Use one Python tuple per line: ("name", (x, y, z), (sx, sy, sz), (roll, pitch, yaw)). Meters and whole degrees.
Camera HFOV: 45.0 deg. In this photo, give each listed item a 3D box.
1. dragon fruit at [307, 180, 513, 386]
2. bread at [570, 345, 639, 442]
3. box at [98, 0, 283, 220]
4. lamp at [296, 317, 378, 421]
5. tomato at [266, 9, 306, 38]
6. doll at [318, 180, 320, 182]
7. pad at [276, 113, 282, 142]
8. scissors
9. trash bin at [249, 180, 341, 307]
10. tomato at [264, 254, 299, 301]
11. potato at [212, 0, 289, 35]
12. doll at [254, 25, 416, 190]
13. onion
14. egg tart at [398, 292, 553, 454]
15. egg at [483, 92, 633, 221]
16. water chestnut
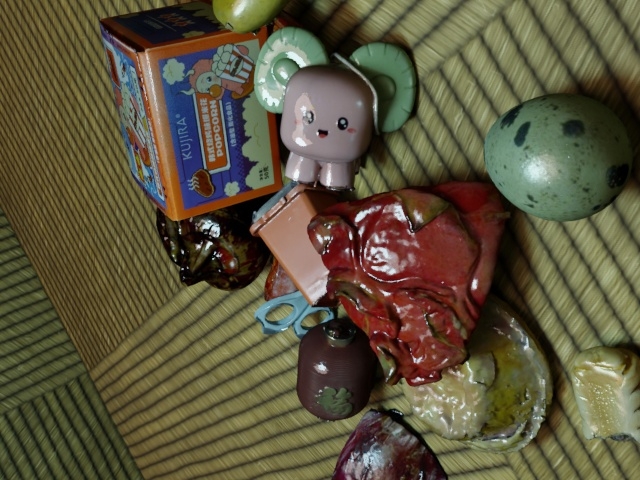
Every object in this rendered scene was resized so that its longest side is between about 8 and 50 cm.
("dragon fruit", (0.141, 0.064, 1.272), (0.286, 0.228, 0.329), (-22, 59, 52))
("bread", (0.461, 0.245, 1.204), (0.119, 0.084, 0.177), (-3, 108, 49))
("box", (-0.268, -0.276, 1.569), (0.318, 0.257, 0.348), (42, 144, 51))
("lamp", (0.039, 0.279, 1.675), (0.180, 0.180, 0.258), (33, 132, 35))
("tomato", (-0.058, -0.358, 1.475), (0.174, 0.082, 0.166), (48, 146, 33))
("doll", (-0.017, -0.114, 1.614), (0.085, 0.040, 0.058), (-26, 79, 54))
("pad", (-0.150, -0.296, 1.694), (0.220, 0.004, 0.330), (51, 141, 17))
("scissors", (0.003, 0.097, 1.653), (0.360, 0.191, 0.029), (-52, 36, 35))
("trash bin", (0.000, 0.000, 1.518), (0.184, 0.161, 0.238), (-42, 67, 22))
("tomato", (-0.068, 0.071, 1.726), (0.139, 0.091, 0.159), (-95, 23, -59))
("potato", (-0.078, -0.497, 1.339), (0.300, 0.140, 0.173), (-56, 19, 15))
("doll", (0.018, -0.236, 1.376), (0.284, 0.216, 0.268), (12, 113, 3))
("onion", (0.147, 0.549, 1.719), (0.280, 0.146, 0.314), (35, 131, 27))
("egg tart", (0.253, 0.249, 1.413), (0.352, 0.150, 0.352), (23, 125, 37))
("egg", (0.324, -0.120, 1.084), (0.228, 0.177, 0.177), (30, 133, 54))
("water chestnut", (-0.237, -0.018, 1.735), (0.289, 0.244, 0.289), (56, 169, 16))
